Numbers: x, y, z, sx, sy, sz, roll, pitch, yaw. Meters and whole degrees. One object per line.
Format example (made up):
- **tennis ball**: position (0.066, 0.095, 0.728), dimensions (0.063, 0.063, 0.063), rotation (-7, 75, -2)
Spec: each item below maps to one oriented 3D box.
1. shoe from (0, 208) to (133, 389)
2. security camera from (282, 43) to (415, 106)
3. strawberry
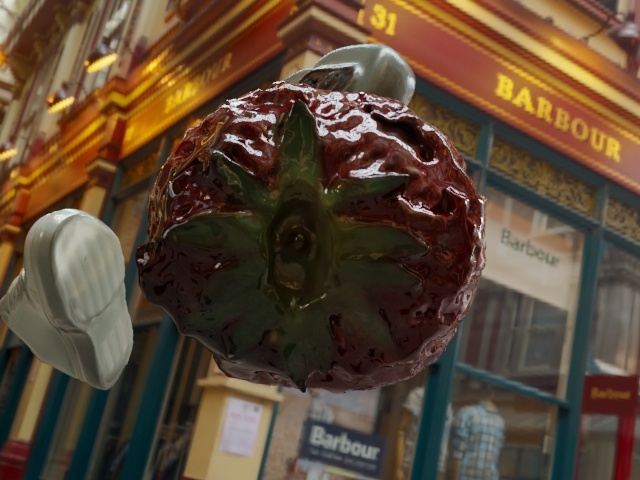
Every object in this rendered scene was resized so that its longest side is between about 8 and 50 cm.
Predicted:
- **shoe**: position (-0.355, 0.067, 1.128), dimensions (0.160, 0.131, 0.363), rotation (18, -35, 10)
- **security camera**: position (-0.017, -0.160, 1.021), dimensions (0.080, 0.157, 0.302), rotation (37, -15, -32)
- **strawberry**: position (-0.001, -0.009, 0.771), dimensions (0.292, 0.291, 0.310), rotation (14, 18, -3)
